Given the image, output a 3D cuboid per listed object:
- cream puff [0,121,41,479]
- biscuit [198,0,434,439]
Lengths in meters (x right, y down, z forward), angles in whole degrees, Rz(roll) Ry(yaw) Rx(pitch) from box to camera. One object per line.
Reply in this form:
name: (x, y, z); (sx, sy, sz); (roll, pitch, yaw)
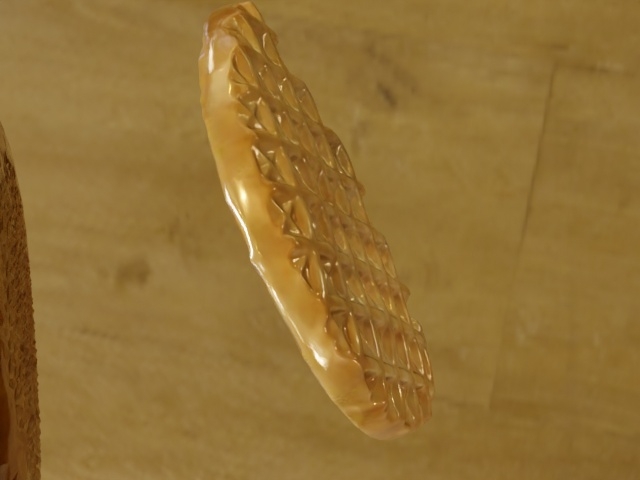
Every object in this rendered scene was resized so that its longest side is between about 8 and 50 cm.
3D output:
cream puff: (-0.178, 0.040, 0.656); (0.165, 0.239, 0.239); (-3, 66, -5)
biscuit: (0.000, 0.000, 1.257); (0.040, 0.204, 0.309); (-23, 105, 15)
